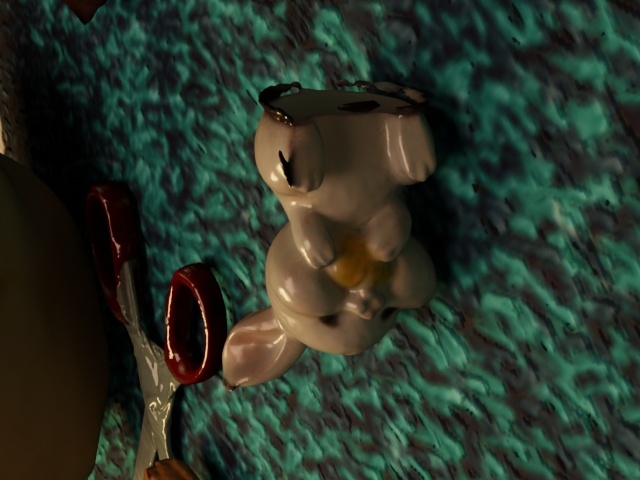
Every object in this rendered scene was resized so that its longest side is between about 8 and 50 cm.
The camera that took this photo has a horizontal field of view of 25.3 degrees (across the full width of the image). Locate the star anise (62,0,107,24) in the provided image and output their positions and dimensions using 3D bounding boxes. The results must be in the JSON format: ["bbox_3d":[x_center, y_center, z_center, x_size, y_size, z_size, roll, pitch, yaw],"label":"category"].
[{"bbox_3d":[-0.121,-0.185,0.685,0.168,0.057,0.168,31,129,48],"label":"star anise"}]

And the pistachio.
[{"bbox_3d":[-0.254,0.043,0.841,0.229,0.238,0.321,26,146,60],"label":"pistachio"}]

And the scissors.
[{"bbox_3d":[-0.093,0.097,0.814,0.144,0.017,0.248,39,137,45],"label":"scissors"}]

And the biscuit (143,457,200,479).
[{"bbox_3d":[-0.062,0.255,0.807,0.183,0.043,0.280,18,119,58],"label":"biscuit"}]

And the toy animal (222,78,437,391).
[{"bbox_3d":[0.004,0.002,0.548,0.085,0.071,0.124,25,124,52],"label":"toy animal"}]
